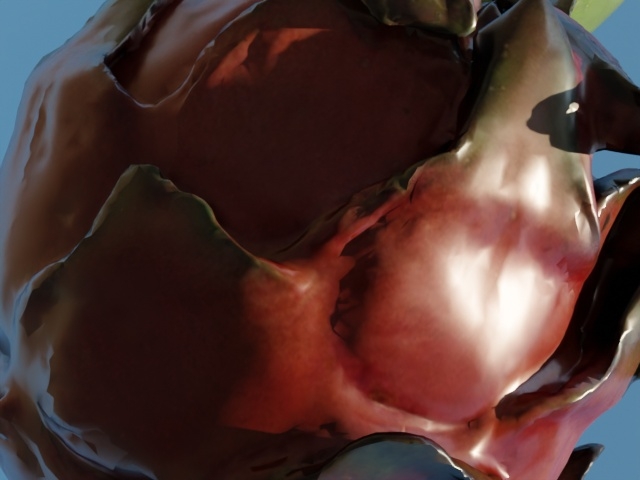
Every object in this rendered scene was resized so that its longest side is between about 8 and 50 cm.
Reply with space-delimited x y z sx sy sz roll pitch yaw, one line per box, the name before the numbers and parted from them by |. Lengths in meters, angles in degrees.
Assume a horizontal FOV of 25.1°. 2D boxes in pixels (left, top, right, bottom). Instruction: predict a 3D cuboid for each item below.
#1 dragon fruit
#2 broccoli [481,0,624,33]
dragon fruit | 0.000 0.000 0.414 0.193 0.192 0.274 11 -99 -6
broccoli | -0.002 -0.047 0.678 0.302 0.186 0.254 -38 -150 38
